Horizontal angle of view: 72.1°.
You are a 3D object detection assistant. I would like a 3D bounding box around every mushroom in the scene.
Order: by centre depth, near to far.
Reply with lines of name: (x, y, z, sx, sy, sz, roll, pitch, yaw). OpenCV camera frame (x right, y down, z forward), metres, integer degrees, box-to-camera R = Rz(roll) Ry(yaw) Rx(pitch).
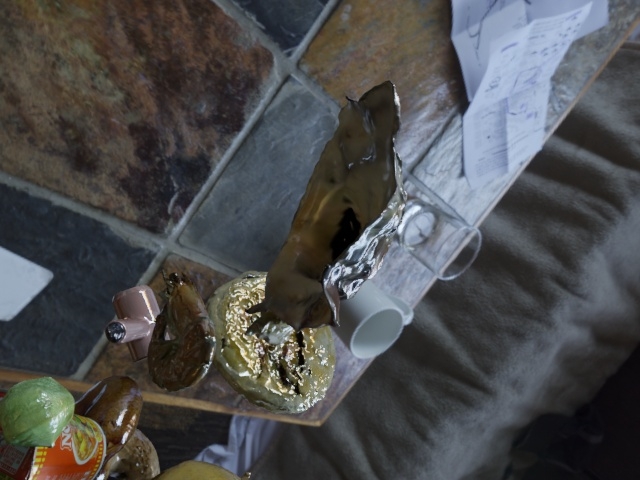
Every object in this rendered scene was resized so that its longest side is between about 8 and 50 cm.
mushroom: (-0.474, 0.429, 0.963, 0.267, 0.267, 0.254, -36, 138, -10)

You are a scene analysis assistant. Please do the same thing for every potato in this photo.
potato: (-0.230, 0.482, 0.826, 0.239, 0.115, 0.299, 6, 133, -13)

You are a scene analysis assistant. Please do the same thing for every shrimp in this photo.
shrimp: (-0.181, 0.107, 0.554, 0.099, 0.180, 0.041, -38, 140, 11)

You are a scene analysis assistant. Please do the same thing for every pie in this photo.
pie: (-0.097, 0.212, 0.967, 0.339, 0.339, 0.077, 12, 142, -37)

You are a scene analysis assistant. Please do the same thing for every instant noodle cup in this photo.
instant noodle cup: (-0.463, 0.348, 0.701, 0.193, 0.193, 0.212, -38, 155, -8)

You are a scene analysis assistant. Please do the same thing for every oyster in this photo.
oyster: (0.010, 0.004, 0.438, 0.101, 0.271, 0.275, 25, 88, -6)

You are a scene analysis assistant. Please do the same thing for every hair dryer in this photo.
hair dryer: (-0.456, 0.198, 1.058, 0.107, 0.344, 0.189, -20, 84, -13)

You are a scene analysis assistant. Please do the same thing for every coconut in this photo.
coconut: (-0.372, 0.229, 0.580, 0.088, 0.088, 0.096, -27, 86, -17)
